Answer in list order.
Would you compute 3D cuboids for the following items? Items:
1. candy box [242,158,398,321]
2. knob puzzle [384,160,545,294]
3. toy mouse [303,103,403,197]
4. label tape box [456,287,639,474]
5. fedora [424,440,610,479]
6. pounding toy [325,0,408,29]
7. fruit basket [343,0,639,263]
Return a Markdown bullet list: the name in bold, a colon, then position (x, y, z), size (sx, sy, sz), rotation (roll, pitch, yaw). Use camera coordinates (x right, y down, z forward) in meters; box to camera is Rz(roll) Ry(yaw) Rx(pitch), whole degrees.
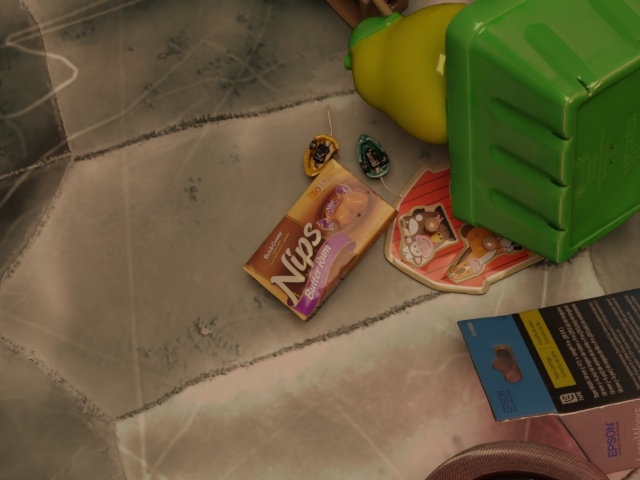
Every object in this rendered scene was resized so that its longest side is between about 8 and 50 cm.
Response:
- **candy box**: position (0.000, 0.000, 1.933), size (0.109, 0.053, 0.187), rotation (41, 92, 9)
- **knob puzzle**: position (0.174, -0.017, 1.966), size (0.213, 0.030, 0.213), rotation (0, 75, 2)
- **toy mouse**: position (0.044, -0.082, 1.987), size (0.143, 0.031, 0.161), rotation (21, 76, 8)
- **label tape box**: position (0.354, 0.165, 1.801), size (0.333, 0.240, 0.106), rotation (-11, 116, -1)
- **fedora**: position (0.220, 0.339, 1.726), size (0.275, 0.124, 0.244), rotation (8, 96, -4)
- **pounding toy**: position (0.078, -0.341, 1.980), size (0.094, 0.181, 0.206), rotation (-41, 77, -9)
- **fruit basket**: position (0.226, -0.194, 1.842), size (0.283, 0.392, 0.392), rotation (-31, 75, -18)
